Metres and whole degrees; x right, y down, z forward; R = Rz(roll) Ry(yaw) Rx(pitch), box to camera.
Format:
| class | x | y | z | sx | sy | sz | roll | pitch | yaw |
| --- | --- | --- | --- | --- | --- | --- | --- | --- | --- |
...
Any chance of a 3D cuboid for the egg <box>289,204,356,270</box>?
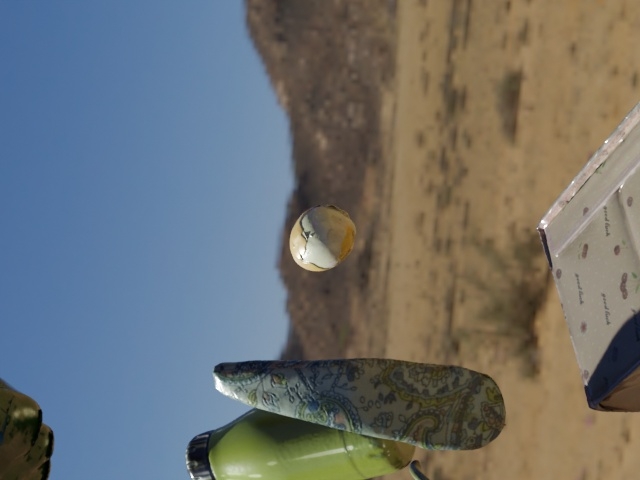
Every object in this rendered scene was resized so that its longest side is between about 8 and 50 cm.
| class | x | y | z | sx | sy | sz | roll | pitch | yaw |
| --- | --- | --- | --- | --- | --- | --- | --- | --- | --- |
| egg | 0.000 | 0.000 | 1.798 | 0.083 | 0.071 | 0.071 | -58 | 13 | 33 |

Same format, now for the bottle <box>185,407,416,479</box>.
| class | x | y | z | sx | sy | sz | roll | pitch | yaw |
| --- | --- | --- | --- | --- | --- | --- | --- | --- | --- |
| bottle | -0.027 | 0.230 | 1.781 | 0.112 | 0.260 | 0.112 | -15 | -90 | -69 |

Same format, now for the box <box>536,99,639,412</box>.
| class | x | y | z | sx | sy | sz | roll | pitch | yaw |
| --- | --- | --- | --- | --- | --- | --- | --- | --- | --- |
| box | 0.370 | 0.017 | 1.288 | 0.225 | 0.297 | 0.190 | 125 | 144 | -47 |

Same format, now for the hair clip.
| class | x | y | z | sx | sy | sz | roll | pitch | yaw |
| --- | --- | --- | --- | --- | --- | --- | --- | --- | --- |
| hair clip | 0.028 | 0.119 | 1.192 | 0.036 | 0.229 | 0.066 | -36 | -47 | -82 |

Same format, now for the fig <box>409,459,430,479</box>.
| class | x | y | z | sx | sy | sz | roll | pitch | yaw |
| --- | --- | --- | --- | --- | --- | --- | --- | --- | --- |
| fig | 0.190 | 0.364 | 2.111 | 0.245 | 0.149 | 0.149 | 38 | 137 | 38 |

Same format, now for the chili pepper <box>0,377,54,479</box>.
| class | x | y | z | sx | sy | sz | roll | pitch | yaw |
| --- | --- | --- | --- | --- | --- | --- | --- | --- | --- |
| chili pepper | -0.427 | 0.234 | 1.706 | 0.248 | 0.257 | 0.233 | 47 | -124 | -60 |
